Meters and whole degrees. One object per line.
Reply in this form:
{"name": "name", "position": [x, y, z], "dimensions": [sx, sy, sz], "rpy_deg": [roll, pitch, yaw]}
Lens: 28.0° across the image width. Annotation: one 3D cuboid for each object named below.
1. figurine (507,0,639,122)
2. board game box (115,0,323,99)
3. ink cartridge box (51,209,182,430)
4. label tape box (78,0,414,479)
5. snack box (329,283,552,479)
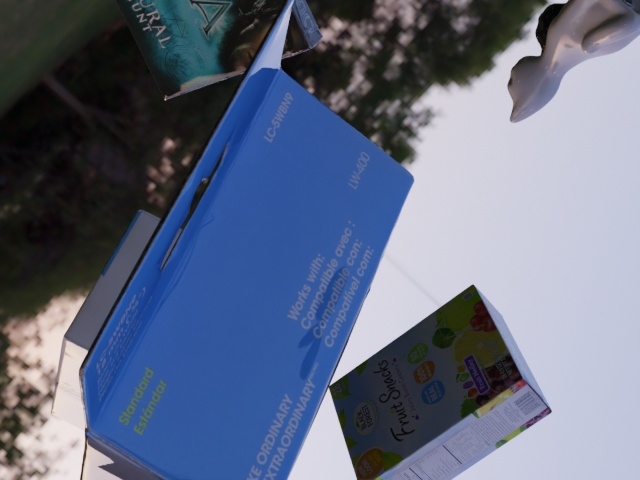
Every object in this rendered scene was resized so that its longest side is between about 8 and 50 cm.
{"name": "figurine", "position": [0.297, -0.245, 1.467], "dimensions": [0.209, 0.092, 0.215], "rpy_deg": [-48, -174, 45]}
{"name": "board game box", "position": [-0.091, -0.197, 0.861], "dimensions": [0.126, 0.186, 0.026], "rpy_deg": [-15, -158, 29]}
{"name": "ink cartridge box", "position": [-0.203, 0.137, 1.618], "dimensions": [0.198, 0.197, 0.270], "rpy_deg": [-64, -179, -30]}
{"name": "label tape box", "position": [-0.043, 0.062, 0.734], "dimensions": [0.333, 0.106, 0.240], "rpy_deg": [112, 2, -60]}
{"name": "snack box", "position": [0.122, 0.170, 1.374], "dimensions": [0.207, 0.070, 0.174], "rpy_deg": [-38, -148, 11]}
